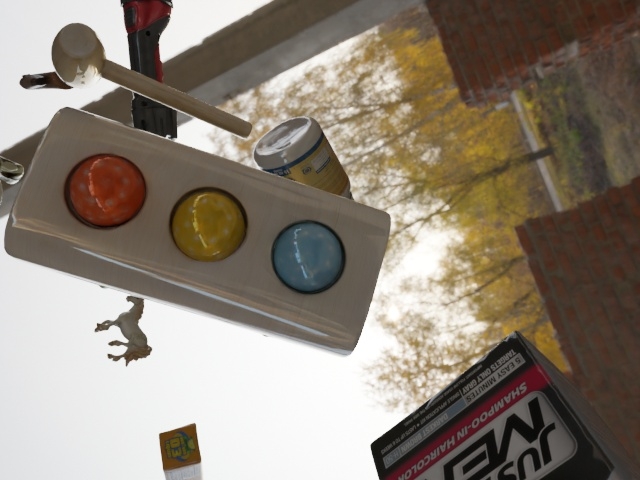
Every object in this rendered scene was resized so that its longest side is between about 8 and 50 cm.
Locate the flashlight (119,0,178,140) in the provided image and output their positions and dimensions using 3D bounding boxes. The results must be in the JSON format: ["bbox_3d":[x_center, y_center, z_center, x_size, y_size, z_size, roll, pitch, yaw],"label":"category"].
[{"bbox_3d":[-0.327,-0.347,1.174,0.103,0.103,0.303,-161,65,-78],"label":"flashlight"}]

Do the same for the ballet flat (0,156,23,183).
[{"bbox_3d":[-0.541,-0.122,1.045,0.114,0.041,0.041,85,164,-86],"label":"ballet flat"}]

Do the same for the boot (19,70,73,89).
[{"bbox_3d":[-0.598,-0.352,1.325,0.119,0.087,0.042,-15,-70,-42],"label":"boot"}]

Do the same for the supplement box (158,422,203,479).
[{"bbox_3d":[-0.277,0.445,1.208,0.233,0.080,0.078,107,150,-53],"label":"supplement box"}]

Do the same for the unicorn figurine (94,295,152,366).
[{"bbox_3d":[-0.381,0.169,1.187,0.111,0.060,0.161,-15,-107,-40],"label":"unicorn figurine"}]

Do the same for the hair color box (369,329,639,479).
[{"bbox_3d":[0.173,0.254,0.423,0.114,0.185,0.374,41,-165,-25],"label":"hair color box"}]

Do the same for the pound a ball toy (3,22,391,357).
[{"bbox_3d":[-0.102,-0.047,0.498,0.136,0.319,0.208,135,153,-75],"label":"pound a ball toy"}]

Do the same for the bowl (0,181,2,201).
[{"bbox_3d":[-0.433,-0.055,0.708,0.080,0.170,0.170,26,-135,-53],"label":"bowl"}]

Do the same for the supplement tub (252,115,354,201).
[{"bbox_3d":[-0.028,-0.128,1.192,0.199,0.144,0.144,58,-159,-33],"label":"supplement tub"}]
